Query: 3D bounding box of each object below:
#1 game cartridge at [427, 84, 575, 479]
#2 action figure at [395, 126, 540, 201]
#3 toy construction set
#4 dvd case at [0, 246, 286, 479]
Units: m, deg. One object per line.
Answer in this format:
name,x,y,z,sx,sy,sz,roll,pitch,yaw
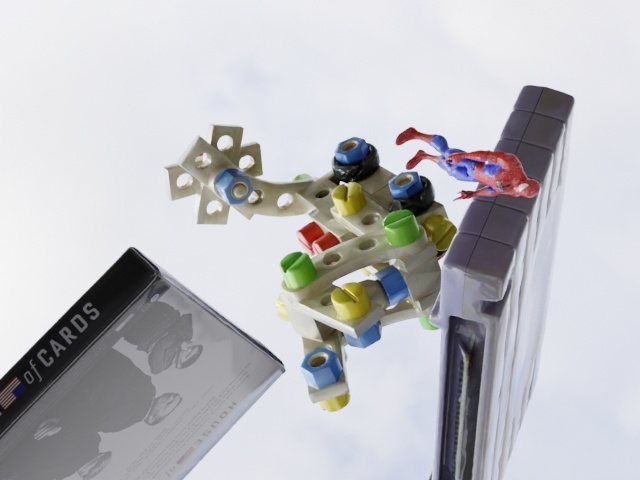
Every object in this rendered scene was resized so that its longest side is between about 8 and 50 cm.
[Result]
game cartridge,0.144,0.072,1.099,0.068,0.355,0.230,11,-135,13
action figure,0.099,-0.047,0.880,0.115,0.038,0.030,19,-129,43
toy construction set,0.000,0.000,1.234,0.215,0.151,0.328,-33,-132,-14
dvd case,-0.119,0.106,0.756,0.179,0.239,0.029,-46,-111,-3
